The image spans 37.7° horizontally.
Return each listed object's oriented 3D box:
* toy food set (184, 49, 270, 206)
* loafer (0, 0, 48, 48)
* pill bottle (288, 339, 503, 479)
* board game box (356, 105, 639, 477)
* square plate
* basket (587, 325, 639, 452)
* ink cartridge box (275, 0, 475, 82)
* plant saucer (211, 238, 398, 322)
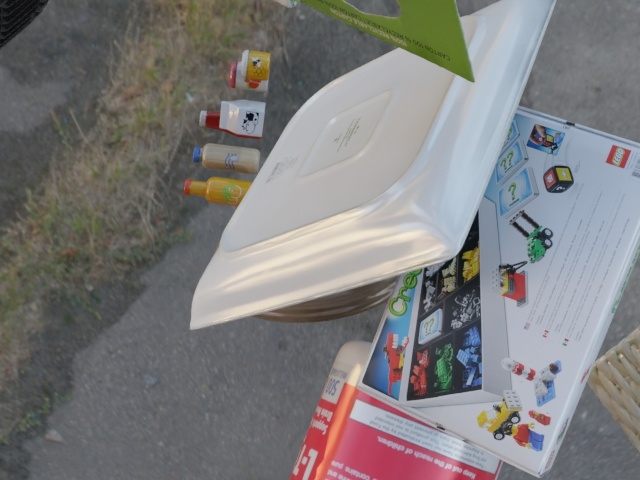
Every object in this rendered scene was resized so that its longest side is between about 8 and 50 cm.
[{"bbox_3d":[-0.136,-0.172,1.370,0.105,0.232,0.111,7,27,-4],"label":"toy food set"},{"bbox_3d":[-0.271,-0.210,0.655,0.130,0.366,0.133,42,66,-9],"label":"loafer"},{"bbox_3d":[0.061,0.341,1.095,0.229,0.229,0.407,20,81,9],"label":"pill bottle"},{"bbox_3d":[0.175,0.036,0.868,0.193,0.053,0.305,23,96,25],"label":"board game box"},{"bbox_3d":[0.037,-0.083,0.896,0.049,0.344,0.347,46,50,-24],"label":"square plate"},{"bbox_3d":[0.549,0.178,1.089,0.267,0.328,0.331,-26,71,-25],"label":"basket"},{"bbox_3d":[-0.039,-0.172,0.479,0.097,0.255,0.189,-45,50,-13],"label":"ink cartridge box"},{"bbox_3d":[0.000,0.000,1.128,0.278,0.041,0.277,-8,31,5],"label":"plant saucer"}]
